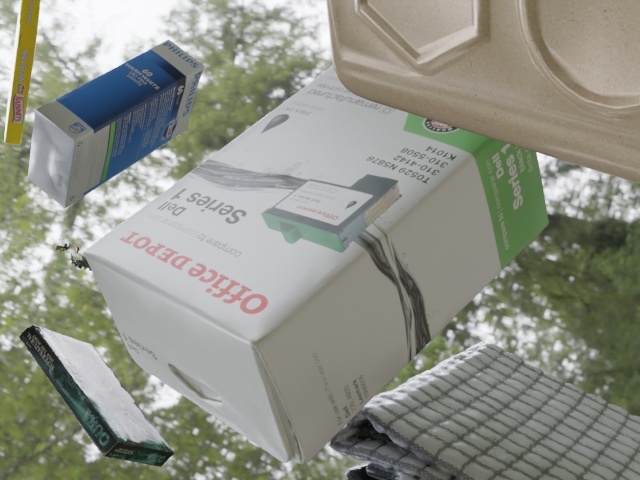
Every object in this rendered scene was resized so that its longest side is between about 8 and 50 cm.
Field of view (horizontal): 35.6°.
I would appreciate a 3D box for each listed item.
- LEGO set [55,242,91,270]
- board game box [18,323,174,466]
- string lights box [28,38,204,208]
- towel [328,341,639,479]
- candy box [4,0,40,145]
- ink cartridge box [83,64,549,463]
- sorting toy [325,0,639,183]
[{"bbox_3d":[-0.351,0.030,1.461,0.054,0.083,0.023,0,-67,-44],"label":"LEGO set"},{"bbox_3d":[-0.256,0.178,1.141,0.026,0.186,0.126,-46,-27,3],"label":"board game box"},{"bbox_3d":[-0.283,-0.167,1.397,0.260,0.077,0.133,-41,-17,-43],"label":"string lights box"},{"bbox_3d":[0.157,0.192,0.637,0.235,0.284,0.121,-12,-55,-61],"label":"towel"},{"bbox_3d":[-0.389,-0.233,1.301,0.027,0.105,0.206,5,-42,-20],"label":"candy box"},{"bbox_3d":[0.000,0.000,0.579,0.219,0.160,0.092,-41,-49,-28],"label":"ink cartridge box"},{"bbox_3d":[0.067,-0.122,0.330,0.038,0.193,0.208,-33,-52,-30],"label":"sorting toy"}]
